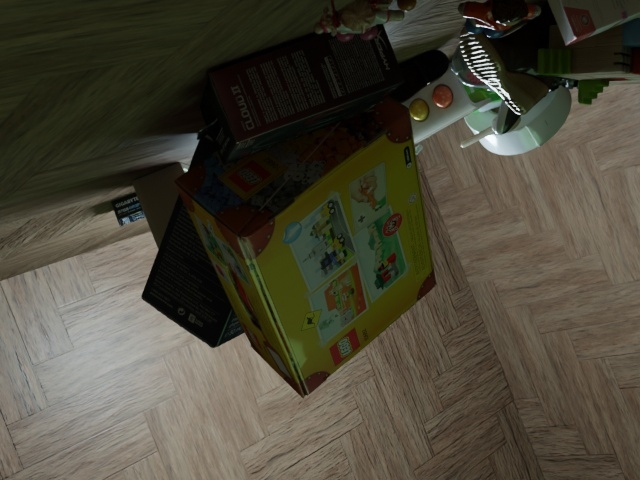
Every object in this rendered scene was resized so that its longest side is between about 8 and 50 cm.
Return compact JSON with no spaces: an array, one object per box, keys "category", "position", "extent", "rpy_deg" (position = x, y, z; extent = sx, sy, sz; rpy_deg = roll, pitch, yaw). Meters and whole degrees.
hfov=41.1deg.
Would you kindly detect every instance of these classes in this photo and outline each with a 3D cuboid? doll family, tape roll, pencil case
[{"category":"doll family","position":[0.120,-0.294,0.968],"extent":[0.262,0.118,0.163],"rpy_deg":[-4,-173,-1]},{"category":"tape roll","position":[0.544,-0.378,2.369],"extent":[0.286,0.286,0.100],"rpy_deg":[-21,137,25]},{"category":"pencil case","position":[0.365,-0.386,1.868],"extent":[0.124,0.114,0.273],"rpy_deg":[5,-171,17]}]

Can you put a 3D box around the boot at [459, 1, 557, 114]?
[{"category":"boot","position":[0.392,-0.396,1.692],"extent":[0.090,0.248,0.207],"rpy_deg":[17,-110,54]}]

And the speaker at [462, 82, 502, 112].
[{"category":"speaker","position":[0.517,-0.442,2.256],"extent":[0.296,0.131,0.131],"rpy_deg":[-22,-179,16]}]

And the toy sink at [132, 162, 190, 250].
[{"category":"toy sink","position":[-0.321,-0.050,1.992],"extent":[0.131,0.234,0.153],"rpy_deg":[-21,180,2]}]

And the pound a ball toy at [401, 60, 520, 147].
[{"category":"pound a ball toy","position":[0.302,-0.304,2.102],"extent":[0.135,0.208,0.319],"rpy_deg":[-24,179,-44]}]

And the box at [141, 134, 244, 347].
[{"category":"box","position":[-0.159,-0.020,1.813],"extent":[0.293,0.212,0.395],"rpy_deg":[-22,139,-61]}]

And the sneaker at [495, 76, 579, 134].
[{"category":"sneaker","position":[0.497,-0.341,1.858],"extent":[0.296,0.147,0.104],"rpy_deg":[-61,168,-1]}]

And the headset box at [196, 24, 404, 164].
[{"category":"headset box","position":[-0.050,-0.215,1.282],"extent":[0.293,0.110,0.218],"rpy_deg":[-22,-179,-12]}]

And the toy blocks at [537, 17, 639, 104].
[{"category":"toy blocks","position":[0.630,-0.368,1.674],"extent":[0.261,0.191,0.381],"rpy_deg":[5,-172,40]}]

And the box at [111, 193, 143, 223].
[{"category":"box","position":[-0.458,-0.097,2.260],"extent":[0.175,0.051,0.220],"rpy_deg":[-22,-179,-12]}]

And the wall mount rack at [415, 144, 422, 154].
[{"category":"wall mount rack","position":[0.270,-0.353,2.433],"extent":[0.304,0.130,0.350],"rpy_deg":[-52,-168,-18]}]

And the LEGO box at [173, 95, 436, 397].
[{"category":"LEGO box","position":[0.000,0.000,1.586],"extent":[0.372,0.193,0.500],"rpy_deg":[-38,141,-18]}]

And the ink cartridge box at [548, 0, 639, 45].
[{"category":"ink cartridge box","position":[0.510,-0.436,1.503],"extent":[0.198,0.115,0.067],"rpy_deg":[-21,180,0]}]

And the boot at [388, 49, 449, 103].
[{"category":"boot","position":[0.160,-0.320,1.787],"extent":[0.219,0.082,0.106],"rpy_deg":[-24,178,-6]}]
